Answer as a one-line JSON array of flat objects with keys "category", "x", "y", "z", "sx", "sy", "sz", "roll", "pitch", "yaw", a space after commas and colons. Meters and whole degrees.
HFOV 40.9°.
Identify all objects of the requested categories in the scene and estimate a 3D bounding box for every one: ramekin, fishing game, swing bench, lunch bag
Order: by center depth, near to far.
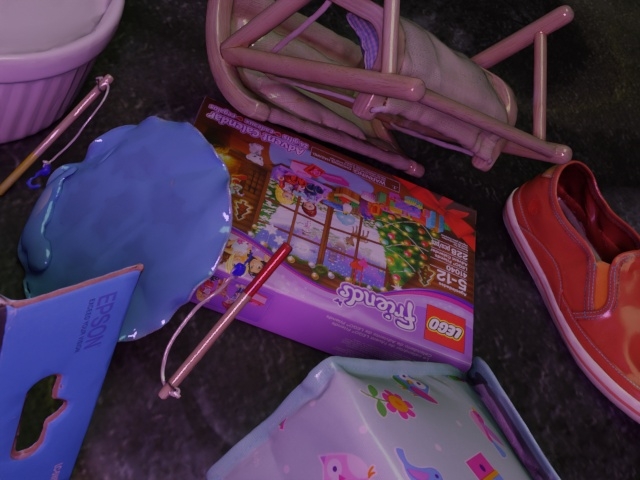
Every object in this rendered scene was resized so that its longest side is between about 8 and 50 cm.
[{"category": "lunch bag", "x": 0.092, "y": 0.199, "z": 0.577, "sx": 0.262, "sy": 0.160, "sz": 0.223, "roll": 12, "pitch": 38, "yaw": -51}, {"category": "fishing game", "x": -0.146, "y": -0.005, "z": 0.652, "sx": 0.264, "sy": 0.189, "sz": 0.041, "roll": 38, "pitch": -3, "yaw": 31}, {"category": "ramekin", "x": -0.315, "y": -0.197, "z": 0.738, "sx": 0.273, "sy": 0.127, "sz": 0.272, "roll": 15, "pitch": 45, "yaw": -16}, {"category": "swing bench", "x": 0.064, "y": -0.160, "z": 0.804, "sx": 0.253, "sy": 0.255, "sz": 0.165, "roll": 12, "pitch": 78, "yaw": -46}]

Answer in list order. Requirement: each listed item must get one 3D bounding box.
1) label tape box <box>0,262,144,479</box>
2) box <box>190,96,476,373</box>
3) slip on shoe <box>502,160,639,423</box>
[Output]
[{"category": "label tape box", "x": -0.275, "y": 0.100, "z": 0.407, "sx": 0.334, "sy": 0.240, "sz": 0.106, "roll": -22, "pitch": 62, "yaw": -41}, {"category": "box", "x": 0.000, "y": 0.000, "z": 0.780, "sx": 0.293, "sy": 0.057, "sz": 0.200, "roll": 21, "pitch": 45, "yaw": -10}, {"category": "slip on shoe", "x": 0.301, "y": 0.055, "z": 0.865, "sx": 0.123, "sy": 0.101, "sz": 0.331, "roll": -3, "pitch": 54, "yaw": -33}]
